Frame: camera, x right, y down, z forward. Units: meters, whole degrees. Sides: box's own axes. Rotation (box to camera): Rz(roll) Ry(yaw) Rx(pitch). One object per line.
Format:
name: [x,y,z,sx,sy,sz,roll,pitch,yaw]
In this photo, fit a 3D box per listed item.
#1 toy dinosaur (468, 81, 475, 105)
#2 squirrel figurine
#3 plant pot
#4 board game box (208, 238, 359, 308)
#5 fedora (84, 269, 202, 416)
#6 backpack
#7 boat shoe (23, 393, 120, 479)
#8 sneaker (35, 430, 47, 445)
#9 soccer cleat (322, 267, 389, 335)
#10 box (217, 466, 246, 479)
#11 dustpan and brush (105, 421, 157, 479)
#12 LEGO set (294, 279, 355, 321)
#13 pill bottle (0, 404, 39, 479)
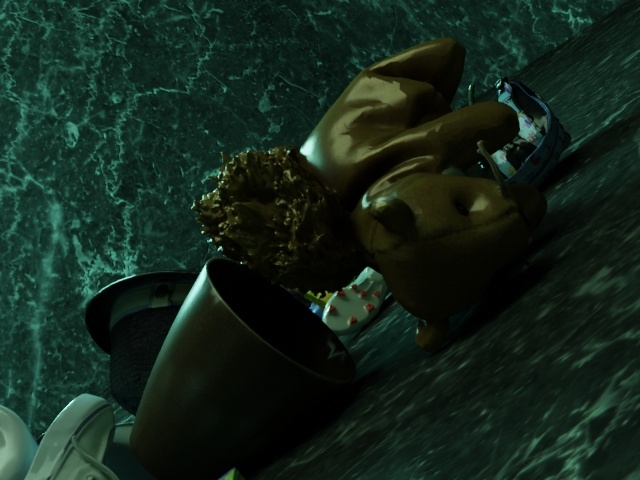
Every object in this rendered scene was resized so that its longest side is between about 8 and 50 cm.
toy dinosaur: [0.184,-0.087,1.863,0.118,0.064,0.268,180,100,-69]
squirrel figurine: [0.064,-0.018,1.497,0.397,0.281,0.370,-13,27,4]
plant pot: [-0.112,0.176,1.513,0.230,0.215,0.215,-52,1,13]
board game box: [0.000,0.000,2.100,0.303,0.224,0.097,-34,8,38]
fedora: [-0.171,0.173,1.798,0.334,0.334,0.152,-33,41,45]
backpack: [0.287,-0.134,1.882,0.158,0.117,0.173,-50,30,8]
boat shoe: [-0.267,0.319,1.464,0.367,0.157,0.135,-69,-5,-59]
sneaker: [-0.394,0.348,2.159,0.051,0.089,0.170,-41,-17,25]
soccer cleat: [0.062,0.083,1.864,0.196,0.068,0.076,-50,-17,-43]
box: [-0.115,0.286,1.258,0.105,0.043,0.179,-38,6,1]
dustpan and brush: [-0.192,0.275,1.672,0.211,0.147,0.060,-7,43,13]
LEGO set: [-0.006,0.063,1.924,0.087,0.093,0.227,-54,-13,-17]
pill bottle: [-0.401,0.333,1.642,0.152,0.152,0.272,-39,-33,-20]
